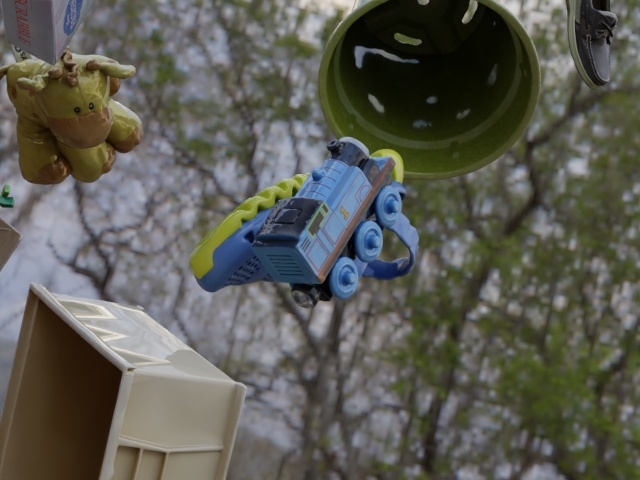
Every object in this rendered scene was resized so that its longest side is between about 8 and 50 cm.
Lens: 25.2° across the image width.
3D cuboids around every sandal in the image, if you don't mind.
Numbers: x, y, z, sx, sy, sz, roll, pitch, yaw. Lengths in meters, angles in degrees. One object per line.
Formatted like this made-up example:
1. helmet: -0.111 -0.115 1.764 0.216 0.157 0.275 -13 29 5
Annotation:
1. sandal: 0.000 0.000 1.537 0.317 0.138 0.126 -21 -10 -39

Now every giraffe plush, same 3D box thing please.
1. giraffe plush: -0.296 -0.168 1.705 0.210 0.181 0.170 53 -19 -18

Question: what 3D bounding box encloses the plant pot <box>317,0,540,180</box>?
1. plant pot: 0.138 -0.261 1.856 0.276 0.254 0.276 1 -54 2

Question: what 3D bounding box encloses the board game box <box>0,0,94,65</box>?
1. board game box: -0.221 -0.380 1.429 0.065 0.318 0.319 26 -21 1

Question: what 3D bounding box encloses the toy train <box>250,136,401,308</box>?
1. toy train: 0.012 -0.022 1.411 0.080 0.184 0.105 4 -41 40

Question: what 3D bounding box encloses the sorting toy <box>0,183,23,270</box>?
1. sorting toy: -0.288 -0.007 1.264 0.062 0.083 0.012 37 5 24

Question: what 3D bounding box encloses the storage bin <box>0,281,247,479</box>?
1. storage bin: -0.203 0.205 1.332 0.123 0.260 0.262 10 9 -31

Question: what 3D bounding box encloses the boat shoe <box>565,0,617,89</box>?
1. boat shoe: 0.313 -0.251 1.635 0.049 0.152 0.056 -15 -9 40
